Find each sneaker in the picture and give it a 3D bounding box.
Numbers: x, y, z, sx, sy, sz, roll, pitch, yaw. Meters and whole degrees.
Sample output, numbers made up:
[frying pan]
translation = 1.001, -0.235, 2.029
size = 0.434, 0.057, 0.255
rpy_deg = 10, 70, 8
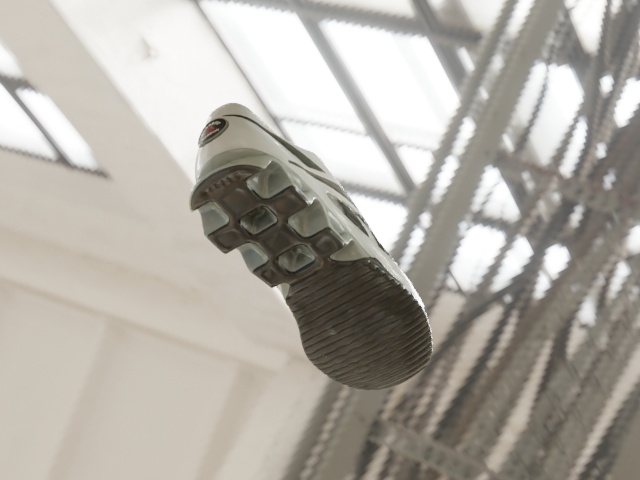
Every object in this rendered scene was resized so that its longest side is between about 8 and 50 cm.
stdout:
[sneaker]
translation = 0.000, 0.000, 1.570
size = 0.122, 0.330, 0.146
rpy_deg = -26, -143, 15
